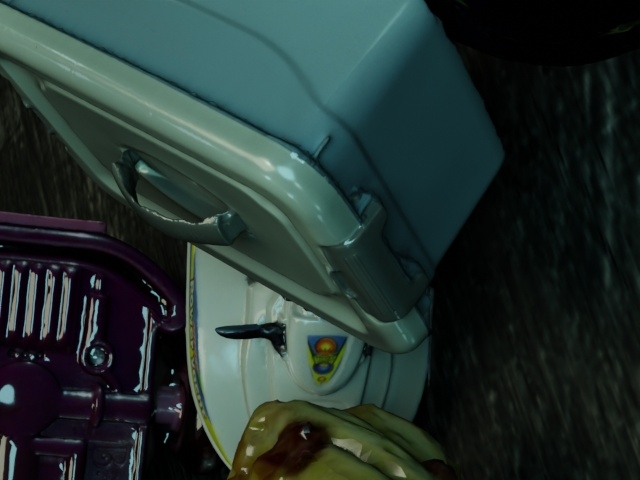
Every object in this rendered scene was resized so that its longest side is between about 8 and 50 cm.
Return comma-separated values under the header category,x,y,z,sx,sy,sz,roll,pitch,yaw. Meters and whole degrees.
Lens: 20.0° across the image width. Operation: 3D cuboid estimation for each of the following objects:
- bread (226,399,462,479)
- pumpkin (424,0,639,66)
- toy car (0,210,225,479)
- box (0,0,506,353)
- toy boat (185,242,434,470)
category,x,y,z,sx,sy,sz,roll,pitch,yaw
bread,0.070,0.270,0.785,0.370,0.191,0.314,39,121,55
pumpkin,0.120,-0.235,0.736,0.296,0.296,0.296,-9,79,54
toy car,-0.204,0.153,1.153,0.240,0.271,0.340,-178,96,-75
box,-0.035,-0.056,0.819,0.227,0.162,0.130,27,74,34
toy boat,-0.001,-0.004,0.948,0.141,0.141,0.269,-25,60,50
